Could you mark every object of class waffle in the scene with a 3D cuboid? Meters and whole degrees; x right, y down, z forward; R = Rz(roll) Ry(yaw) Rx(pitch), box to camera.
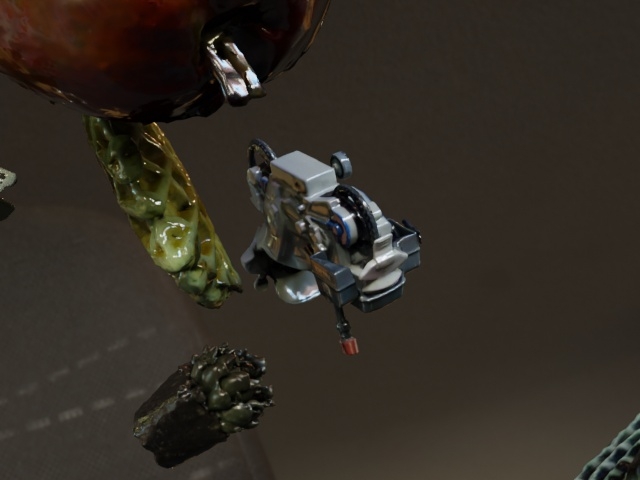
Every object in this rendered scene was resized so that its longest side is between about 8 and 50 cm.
[{"bbox_3d":[-0.126,-0.037,0.908,0.054,0.208,0.214,-32,-17,-1],"label":"waffle"}]

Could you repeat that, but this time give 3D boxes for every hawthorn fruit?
[{"bbox_3d":[-0.125,-0.220,0.762,0.316,0.316,0.316,-18,-30,-11],"label":"hawthorn fruit"}]

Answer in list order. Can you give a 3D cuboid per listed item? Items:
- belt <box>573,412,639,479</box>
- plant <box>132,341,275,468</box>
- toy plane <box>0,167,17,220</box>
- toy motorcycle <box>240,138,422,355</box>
[{"bbox_3d":[0.157,0.124,0.401,0.257,0.150,0.207,-33,-9,-49],"label":"belt"},{"bbox_3d":[-0.115,0.162,1.159,0.143,0.092,0.094,-35,10,8],"label":"plant"},{"bbox_3d":[-0.336,0.009,0.848,0.262,0.192,0.088,-38,-37,-1],"label":"toy plane"},{"bbox_3d":[0.000,0.000,0.996,0.102,0.221,0.150,-23,-61,-23],"label":"toy motorcycle"}]
